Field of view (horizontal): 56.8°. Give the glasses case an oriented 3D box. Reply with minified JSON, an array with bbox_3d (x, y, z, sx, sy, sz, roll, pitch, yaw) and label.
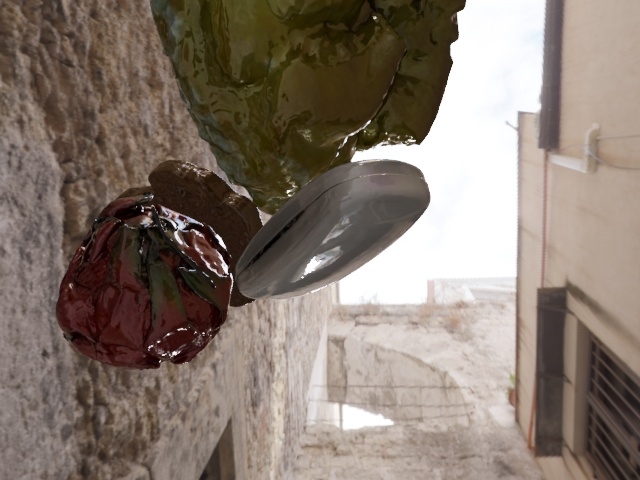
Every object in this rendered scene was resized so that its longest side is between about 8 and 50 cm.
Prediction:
[{"bbox_3d":[0.000,0.000,0.419,0.076,0.197,0.049,-1,-112,-30],"label":"glasses case"}]

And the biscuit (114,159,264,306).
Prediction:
[{"bbox_3d":[-0.277,-0.010,1.292,0.381,0.074,0.358,29,-50,7],"label":"biscuit"}]

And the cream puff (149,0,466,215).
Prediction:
[{"bbox_3d":[0.014,-0.227,0.624,0.276,0.378,0.377,-7,-78,17],"label":"cream puff"}]

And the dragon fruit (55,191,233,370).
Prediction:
[{"bbox_3d":[-0.221,0.054,0.737,0.234,0.293,0.233,2,-107,-6],"label":"dragon fruit"}]
